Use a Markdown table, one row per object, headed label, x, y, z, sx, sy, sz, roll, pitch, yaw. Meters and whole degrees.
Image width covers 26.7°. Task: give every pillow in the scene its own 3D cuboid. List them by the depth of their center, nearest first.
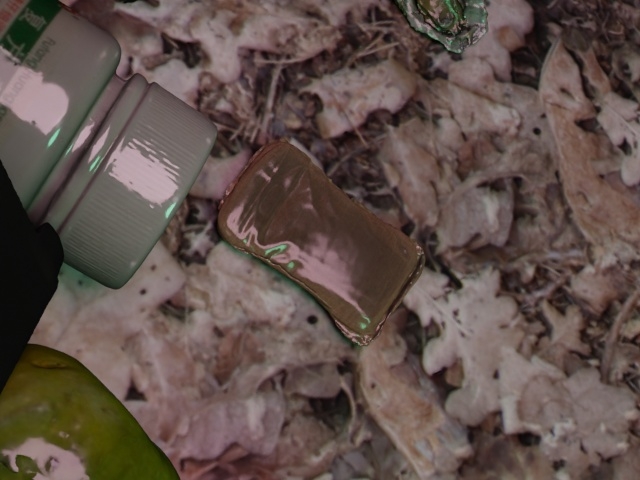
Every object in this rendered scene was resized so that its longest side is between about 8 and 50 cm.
| label | x | y | z | sx | sy | sz | roll | pitch | yaw |
| --- | --- | --- | --- | --- | --- | --- | --- | --- | --- |
| pillow | 0.001 | -0.003 | 1.352 | 0.211 | 0.034 | 0.135 | 39 | 67 | -6 |

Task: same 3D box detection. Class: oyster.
| label | x | y | z | sx | sy | sz | roll | pitch | yaw |
| --- | --- | --- | --- | --- | --- | --- | --- | --- | --- |
| oyster | 0.133 | -0.254 | 1.494 | 0.098 | 0.037 | 0.100 | -26 | 106 | -9 |

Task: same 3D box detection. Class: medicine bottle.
| label | x | y | z | sx | sy | sz | roll | pitch | yaw |
| --- | --- | --- | --- | --- | --- | --- | --- | --- | --- |
| medicine bottle | -0.275 | -0.116 | 1.170 | 0.339 | 0.208 | 0.208 | 32 | 64 | -10 |

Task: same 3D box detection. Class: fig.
| label | x | y | z | sx | sy | sz | roll | pitch | yaw |
| --- | --- | --- | --- | --- | --- | --- | --- | --- | --- |
| fig | -0.268 | 0.213 | 1.057 | 0.314 | 0.233 | 0.233 | -26 | 85 | -35 |

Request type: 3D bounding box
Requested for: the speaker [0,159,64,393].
| label | x | y | z | sx | sy | sz | roll | pitch | yaw |
| --- | --- | --- | --- | --- | --- | --- | --- | --- | --- |
| speaker | -0.332 | 0.014 | 0.987 | 0.254 | 0.184 | 0.232 | -74 | 149 | -57 |
